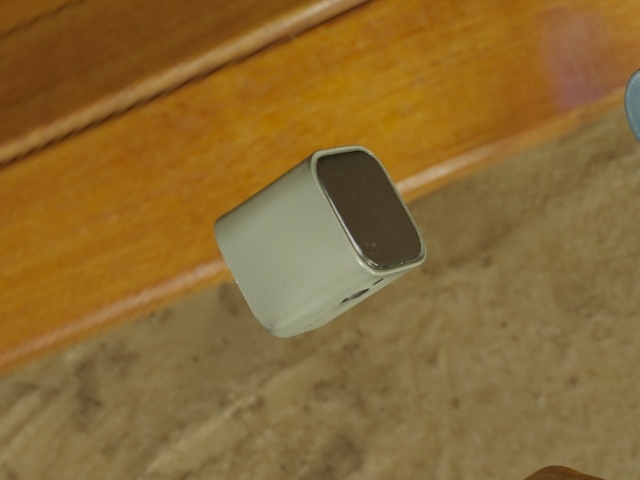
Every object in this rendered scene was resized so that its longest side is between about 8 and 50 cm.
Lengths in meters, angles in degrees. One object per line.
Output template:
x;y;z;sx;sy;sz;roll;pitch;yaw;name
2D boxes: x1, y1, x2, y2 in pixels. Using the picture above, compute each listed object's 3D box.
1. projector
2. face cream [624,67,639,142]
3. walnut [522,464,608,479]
0.000;0.000;0.987;0.082;0.083;0.083;-33;80;30;projector
0.369;-0.137;1.378;0.250;0.077;0.077;-20;55;-26;face cream
0.238;0.291;1.559;0.166;0.166;0.149;30;41;28;walnut
